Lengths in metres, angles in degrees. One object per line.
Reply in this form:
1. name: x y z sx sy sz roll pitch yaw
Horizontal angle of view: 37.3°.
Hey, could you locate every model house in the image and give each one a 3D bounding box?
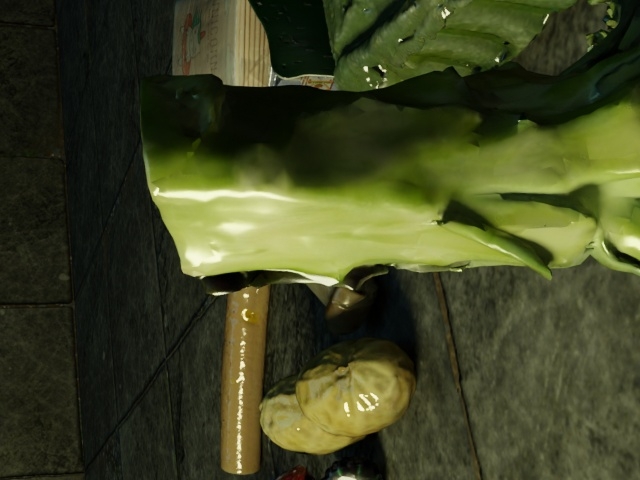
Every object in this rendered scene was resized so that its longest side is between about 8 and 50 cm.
1. model house: -0.024 -0.204 1.050 0.088 0.117 0.167 112 146 -48

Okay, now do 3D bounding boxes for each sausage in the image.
1. sausage: -0.103 0.168 1.287 0.066 0.066 0.301 -161 75 -66

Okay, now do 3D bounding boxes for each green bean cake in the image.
1. green bean cake: 0.089 -0.252 0.772 0.241 0.132 0.255 -30 62 59

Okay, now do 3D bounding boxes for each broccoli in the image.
1. broccoli: 0.106 -0.060 0.454 0.221 0.361 0.252 115 170 -78

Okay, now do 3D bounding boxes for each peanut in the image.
1. peanut: 0.015 0.160 0.956 0.103 0.098 0.229 43 145 -2

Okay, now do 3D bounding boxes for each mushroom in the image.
1. mushroom: 0.000 0.000 1.031 0.225 0.093 0.116 48 149 45

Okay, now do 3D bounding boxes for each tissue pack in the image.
1. tissue pack: -0.145 -0.288 1.381 0.325 0.071 0.170 -165 79 -66

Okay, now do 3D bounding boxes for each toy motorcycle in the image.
1. toy motorcycle: -0.002 0.318 0.977 0.082 0.122 0.213 -55 -27 -74
